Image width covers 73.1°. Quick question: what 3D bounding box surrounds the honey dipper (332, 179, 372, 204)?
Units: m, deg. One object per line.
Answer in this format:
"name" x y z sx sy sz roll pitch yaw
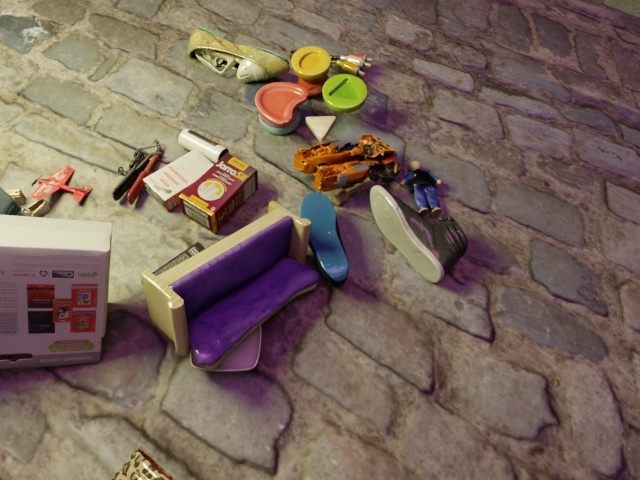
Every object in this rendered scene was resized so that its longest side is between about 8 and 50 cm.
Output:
"honey dipper" 0.102 -0.145 1.207 0.161 0.030 0.030 -32 67 -28

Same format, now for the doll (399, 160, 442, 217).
"doll" 0.285 -0.154 1.227 0.129 0.046 0.189 0 58 -9

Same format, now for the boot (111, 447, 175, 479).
"boot" -0.267 0.541 0.650 0.377 0.138 0.284 31 58 18

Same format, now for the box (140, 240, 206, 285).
"box" -0.309 0.088 0.996 0.116 0.029 0.162 42 63 17

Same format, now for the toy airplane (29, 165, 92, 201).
"toy airplane" -0.650 -0.137 1.092 0.151 0.028 0.151 6 42 -5

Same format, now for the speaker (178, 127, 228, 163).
"speaker" -0.326 -0.260 1.204 0.136 0.055 0.055 28 58 11

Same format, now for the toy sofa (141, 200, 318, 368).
"toy sofa" -0.161 0.077 0.899 0.177 0.150 0.362 33 46 25

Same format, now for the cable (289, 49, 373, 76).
"cable" 0.042 -0.636 1.491 0.287 0.072 0.139 21 51 6

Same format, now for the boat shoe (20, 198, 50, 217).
"boat shoe" -0.702 -0.065 1.035 0.035 0.035 0.100 38 60 16

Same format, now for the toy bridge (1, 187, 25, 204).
"toy bridge" -0.821 -0.104 1.027 0.188 0.063 0.026 -7 59 -13

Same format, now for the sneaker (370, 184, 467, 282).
"sneaker" 0.257 -0.042 1.122 0.147 0.104 0.295 -28 71 -25

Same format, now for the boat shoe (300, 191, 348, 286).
"boat shoe" 0.000 0.000 1.066 0.109 0.089 0.258 -8 57 -3

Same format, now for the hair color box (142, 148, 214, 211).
"hair color box" -0.364 -0.161 1.135 0.093 0.053 0.167 41 60 16

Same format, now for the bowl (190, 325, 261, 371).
"bowl" -0.197 0.213 0.916 0.142 0.053 0.142 2 57 -6

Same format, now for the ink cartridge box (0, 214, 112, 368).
"ink cartridge box" -0.573 0.099 0.817 0.309 0.271 0.130 4 25 -26

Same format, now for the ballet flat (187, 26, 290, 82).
"ballet flat" -0.272 -0.577 1.395 0.349 0.123 0.123 22 57 6

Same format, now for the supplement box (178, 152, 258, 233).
"supplement box" -0.256 -0.124 1.110 0.104 0.081 0.188 30 58 12

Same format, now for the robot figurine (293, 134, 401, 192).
"robot figurine" 0.085 -0.220 1.193 0.291 0.085 0.211 -19 47 -27

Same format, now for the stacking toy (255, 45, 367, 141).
"stacking toy" -0.024 -0.409 1.312 0.279 0.130 0.309 36 71 15

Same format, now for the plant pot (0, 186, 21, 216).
"plant pot" -0.784 -0.065 0.879 0.252 0.248 0.247 26 75 -24

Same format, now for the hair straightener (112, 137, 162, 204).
"hair straightener" -0.492 -0.195 1.142 0.089 0.047 0.230 13 56 0
